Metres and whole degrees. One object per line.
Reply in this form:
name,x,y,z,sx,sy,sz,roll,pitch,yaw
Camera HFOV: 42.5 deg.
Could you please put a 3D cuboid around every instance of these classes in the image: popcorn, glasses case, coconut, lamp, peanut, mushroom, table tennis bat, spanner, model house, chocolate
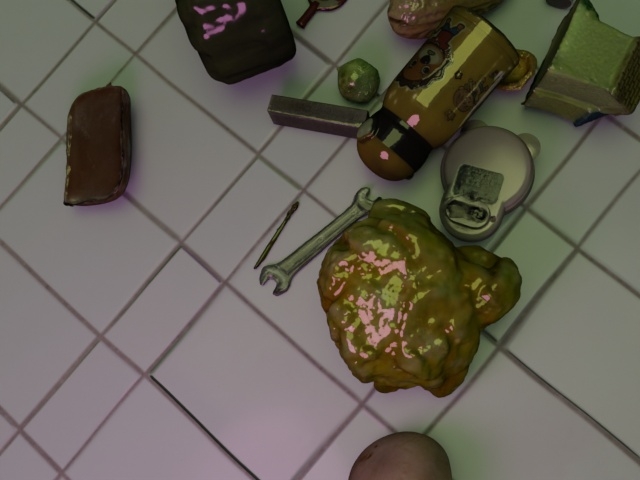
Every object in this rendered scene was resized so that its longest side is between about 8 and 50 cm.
popcorn,0.160,0.103,1.481,0.334,0.292,0.294,28,45,-12
glasses case,-0.002,-0.255,1.694,0.204,0.071,0.047,11,77,11
coconut,0.074,-0.331,1.694,0.096,0.088,0.088,28,83,7
lamp,0.316,-0.109,1.596,0.179,0.108,0.246,18,78,22
peanut,0.277,-0.516,1.679,0.313,0.149,0.149,-25,76,0
mushroom,0.156,0.455,1.481,0.204,0.204,0.204,-2,78,8
table tennis bat,0.001,-0.522,1.779,0.098,0.019,0.155,36,82,13
spanner,0.000,0.000,1.669,0.302,0.017,0.071,-41,76,-1
model house,0.519,-0.321,1.574,0.189,0.214,0.195,28,78,5
chocolate,-0.456,-0.193,1.742,0.161,0.083,0.262,-5,76,25

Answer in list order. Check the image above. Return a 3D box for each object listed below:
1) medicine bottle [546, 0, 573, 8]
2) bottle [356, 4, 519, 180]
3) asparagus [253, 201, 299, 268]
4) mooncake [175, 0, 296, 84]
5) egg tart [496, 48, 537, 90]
medicine bottle,0.501,-0.529,1.684,0.058,0.058,0.091,20,81,12
bottle,0.213,-0.270,1.604,0.171,0.171,0.351,41,93,14
asparagus,-0.090,-0.010,1.685,0.016,0.013,0.166,23,78,54
mooncake,-0.191,-0.496,1.629,0.194,0.356,0.357,-23,76,1
egg tart,0.389,-0.339,1.663,0.105,0.039,0.105,-10,61,20
